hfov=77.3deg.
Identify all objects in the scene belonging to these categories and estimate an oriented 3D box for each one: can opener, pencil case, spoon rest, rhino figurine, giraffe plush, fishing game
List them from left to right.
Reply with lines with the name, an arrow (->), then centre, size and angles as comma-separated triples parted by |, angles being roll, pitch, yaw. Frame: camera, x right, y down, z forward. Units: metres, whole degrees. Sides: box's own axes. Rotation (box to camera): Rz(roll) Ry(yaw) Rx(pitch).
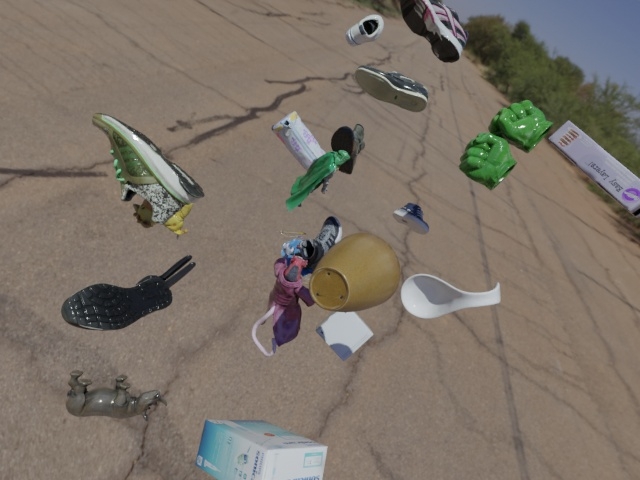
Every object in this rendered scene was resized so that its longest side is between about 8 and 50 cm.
rhino figurine -> -0.516, 0.404, 1.019 | 0.244, 0.106, 0.073 | 15, 5, -20
giraffe plush -> -0.596, -0.110, 1.487 | 0.171, 0.209, 0.182 | 5, 5, -42
can opener -> -0.425, 0.106, 1.118 | 0.059, 0.186, 0.073 | 62, 7, 11
fishing game -> -0.076, 0.069, 1.712 | 0.189, 0.041, 0.263 | 8, 55, -32
pencil case -> -0.061, -0.357, 1.526 | 0.273, 0.113, 0.124 | 50, -11, -21
spoon rest -> 0.367, 0.158, 1.149 | 0.277, 0.137, 0.084 | -5, 8, 22

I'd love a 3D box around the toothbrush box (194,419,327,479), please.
toothbrush box -> -0.164, 0.589, 1.093 | 0.217, 0.296, 0.126 | 24, 71, -41

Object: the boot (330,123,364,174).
boot -> 0.110, -0.372, 1.470 | 0.084, 0.246, 0.161 | 20, 68, 14

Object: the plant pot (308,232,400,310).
plant pot -> 0.078, 0.111, 1.140 | 0.237, 0.237, 0.254 | 43, 24, 14

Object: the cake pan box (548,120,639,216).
cake pan box -> 0.717, -0.170, 1.007 | 0.246, 0.070, 0.266 | 2, 48, -46

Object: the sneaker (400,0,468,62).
sneaker -> 0.239, -0.459, 0.830 | 0.178, 0.077, 0.072 | 42, -17, -25

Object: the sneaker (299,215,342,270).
sneaker -> 0.000, 0.000, 1.664 | 0.153, 0.102, 0.268 | 34, 62, -46

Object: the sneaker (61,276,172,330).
sneaker -> -0.480, 0.164, 0.924 | 0.107, 0.124, 0.283 | 67, 16, 8

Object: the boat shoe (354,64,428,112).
boat shoe -> 0.213, -0.464, 1.197 | 0.233, 0.084, 0.079 | 21, 65, -5

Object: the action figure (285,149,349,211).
action figure -> -0.004, -0.177, 1.104 | 0.064, 0.232, 0.137 | 26, 52, -27

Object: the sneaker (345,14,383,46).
sneaker -> 0.199, -0.827, 1.564 | 0.258, 0.091, 0.094 | -51, 121, -37

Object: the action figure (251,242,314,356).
action figure -> -0.136, 0.185, 1.432 | 0.248, 0.369, 0.276 | 39, 47, 24

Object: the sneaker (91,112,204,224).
sneaker -> -0.534, -0.202, 1.136 | 0.410, 0.182, 0.158 | 42, 0, 12

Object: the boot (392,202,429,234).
boot -> 0.351, -0.089, 1.466 | 0.190, 0.086, 0.069 | 40, -17, 54

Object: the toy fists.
toy fists -> 0.519, -0.282, 1.143 | 0.142, 0.279, 0.096 | 43, 0, 21

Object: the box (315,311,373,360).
box -> 0.103, 0.393, 1.755 | 0.182, 0.181, 0.119 | 48, -1, 3
